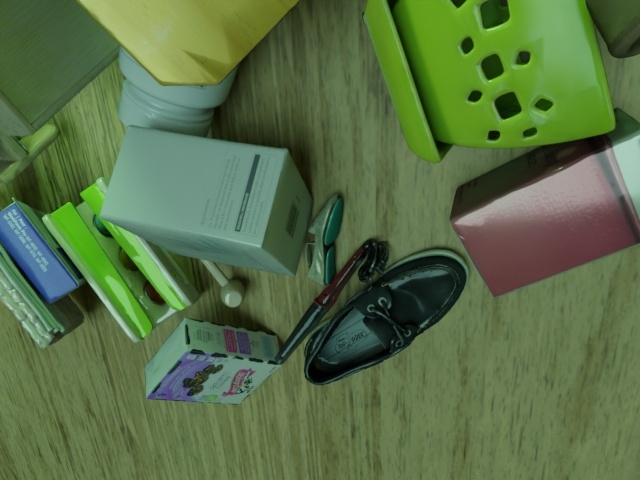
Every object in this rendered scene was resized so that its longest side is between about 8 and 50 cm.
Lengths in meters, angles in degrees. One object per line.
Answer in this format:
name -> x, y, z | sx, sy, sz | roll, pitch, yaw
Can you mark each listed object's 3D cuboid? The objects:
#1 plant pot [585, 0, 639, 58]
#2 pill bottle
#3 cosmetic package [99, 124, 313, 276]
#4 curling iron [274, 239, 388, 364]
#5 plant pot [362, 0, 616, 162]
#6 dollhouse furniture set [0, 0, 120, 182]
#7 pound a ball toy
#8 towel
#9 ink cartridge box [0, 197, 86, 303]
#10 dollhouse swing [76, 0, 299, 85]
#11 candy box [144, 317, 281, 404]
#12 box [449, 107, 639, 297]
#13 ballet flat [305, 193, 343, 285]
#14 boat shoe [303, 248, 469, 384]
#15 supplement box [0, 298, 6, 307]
plant pot -> 0.275, -0.297, 0.337 | 0.263, 0.263, 0.229 | -32, 83, 28
pill bottle -> -0.187, -0.286, 0.696 | 0.160, 0.160, 0.283 | 30, 120, 5
cosmetic package -> -0.147, -0.046, 0.729 | 0.224, 0.224, 0.138 | 12, 79, 11
curling iron -> 0.011, 0.103, 0.822 | 0.035, 0.068, 0.274 | 37, 103, -27
plant pot -> 0.186, -0.221, 0.563 | 0.207, 0.227, 0.228 | -13, 109, 30
dollhouse furniture set -> -0.518, -0.302, 0.757 | 0.394, 0.257, 0.362 | 7, 141, 29
pound a ball toy -> -0.305, 0.029, 0.918 | 0.208, 0.136, 0.319 | -35, 96, -2
towel -> -0.560, 0.038, 0.911 | 0.332, 0.053, 0.317 | 57, 161, -9
ink cartridge box -> -0.486, 0.021, 0.881 | 0.165, 0.065, 0.332 | 58, 160, -10
dollhouse swing -> -0.163, -0.382, 0.533 | 0.347, 0.315, 0.305 | -44, 123, 7
candy box -> -0.197, 0.231, 0.926 | 0.196, 0.070, 0.165 | 18, 128, -36
box -> 0.301, -0.047, 0.638 | 0.232, 0.148, 0.127 | -28, 101, 27
ballet flat -> 0.000, 0.000, 0.822 | 0.052, 0.057, 0.168 | 18, 118, 22
boat shoe -> 0.092, 0.139, 0.817 | 0.340, 0.113, 0.127 | -32, 99, 28
supplement box -> -0.659, 0.097, 1.094 | 0.036, 0.062, 0.098 | 46, 120, -3
